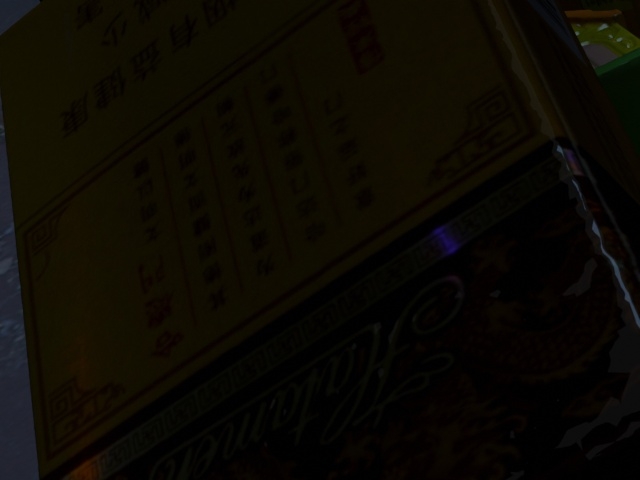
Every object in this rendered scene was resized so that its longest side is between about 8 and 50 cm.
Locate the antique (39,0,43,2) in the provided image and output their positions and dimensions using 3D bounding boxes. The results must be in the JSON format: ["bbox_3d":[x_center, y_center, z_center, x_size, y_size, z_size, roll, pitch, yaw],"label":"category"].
[{"bbox_3d":[-0.168,-0.241,1.436,0.192,0.031,0.015,-16,31,14],"label":"antique"}]

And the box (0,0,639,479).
[{"bbox_3d":[0.000,0.000,0.672,0.264,0.116,0.415,-34,45,17],"label":"box"}]

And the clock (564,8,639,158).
[{"bbox_3d":[0.064,-0.063,0.916,0.219,0.106,0.255,-26,30,-4],"label":"clock"}]

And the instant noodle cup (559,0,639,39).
[{"bbox_3d":[0.213,-0.206,0.973,0.215,0.172,0.216,-19,30,11],"label":"instant noodle cup"}]
